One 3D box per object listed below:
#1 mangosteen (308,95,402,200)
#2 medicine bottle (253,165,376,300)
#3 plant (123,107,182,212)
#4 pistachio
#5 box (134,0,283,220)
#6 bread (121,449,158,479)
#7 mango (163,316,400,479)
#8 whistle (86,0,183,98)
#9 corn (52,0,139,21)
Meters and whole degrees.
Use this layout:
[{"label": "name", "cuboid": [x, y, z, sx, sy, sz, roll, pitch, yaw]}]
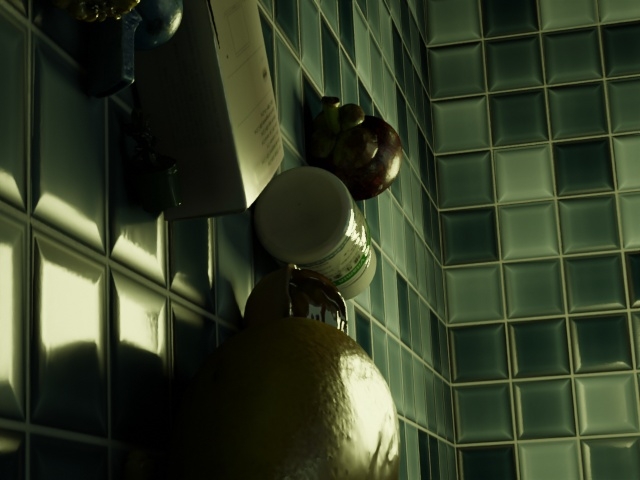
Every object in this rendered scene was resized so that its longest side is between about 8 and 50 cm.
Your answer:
[{"label": "mangosteen", "cuboid": [0.043, -0.144, 2.116, 0.181, 0.156, 0.146, 27, 81, -42]}, {"label": "medicine bottle", "cuboid": [0.000, 0.000, 1.809, 0.237, 0.139, 0.139, 58, 29, -67]}, {"label": "plant", "cuboid": [-0.166, -0.080, 1.277, 0.051, 0.051, 0.102, -63, 141, -68]}, {"label": "pistachio", "cuboid": [-0.033, 0.133, 1.620, 0.165, 0.130, 0.210, 73, 22, -88]}, {"label": "box", "cuboid": [-0.120, -0.172, 1.401, 0.203, 0.106, 0.252, -67, 148, -68]}, {"label": "bread", "cuboid": [-0.162, 0.235, 1.189, 0.049, 0.033, 0.088, 70, 17, -69]}, {"label": "mango", "cuboid": [-0.045, 0.240, 1.301, 0.445, 0.220, 0.301, -50, 139, -70]}, {"label": "whistle", "cuboid": [-0.171, -0.203, 1.229, 0.090, 0.090, 0.158, 51, 35, -69]}, {"label": "corn", "cuboid": [-0.193, -0.344, 1.148, 0.115, 0.115, 0.318, 55, 34, -67]}]
